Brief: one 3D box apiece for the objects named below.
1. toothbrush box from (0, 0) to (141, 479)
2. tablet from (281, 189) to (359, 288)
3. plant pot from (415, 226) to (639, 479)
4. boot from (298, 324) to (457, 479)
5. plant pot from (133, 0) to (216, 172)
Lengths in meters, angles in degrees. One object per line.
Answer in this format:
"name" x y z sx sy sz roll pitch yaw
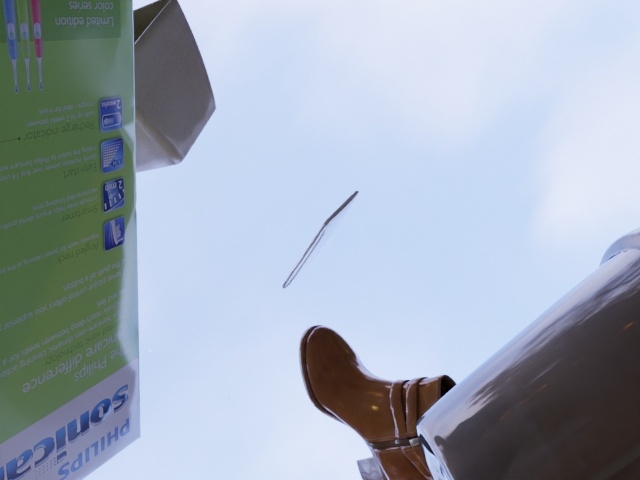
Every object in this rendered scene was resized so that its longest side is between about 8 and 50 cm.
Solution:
"toothbrush box" -0.197 0.007 0.319 0.122 0.206 0.283 13 -67 25
"tablet" 0.000 0.000 0.531 0.006 0.083 0.054 39 -138 4
"plant pot" 0.240 0.170 0.532 0.280 0.323 0.323 -25 -98 -4
"boot" 0.090 0.218 0.952 0.109 0.220 0.283 -13 -107 -35
"plant pot" -0.150 -0.115 0.561 0.096 0.109 0.109 55 -136 -37
